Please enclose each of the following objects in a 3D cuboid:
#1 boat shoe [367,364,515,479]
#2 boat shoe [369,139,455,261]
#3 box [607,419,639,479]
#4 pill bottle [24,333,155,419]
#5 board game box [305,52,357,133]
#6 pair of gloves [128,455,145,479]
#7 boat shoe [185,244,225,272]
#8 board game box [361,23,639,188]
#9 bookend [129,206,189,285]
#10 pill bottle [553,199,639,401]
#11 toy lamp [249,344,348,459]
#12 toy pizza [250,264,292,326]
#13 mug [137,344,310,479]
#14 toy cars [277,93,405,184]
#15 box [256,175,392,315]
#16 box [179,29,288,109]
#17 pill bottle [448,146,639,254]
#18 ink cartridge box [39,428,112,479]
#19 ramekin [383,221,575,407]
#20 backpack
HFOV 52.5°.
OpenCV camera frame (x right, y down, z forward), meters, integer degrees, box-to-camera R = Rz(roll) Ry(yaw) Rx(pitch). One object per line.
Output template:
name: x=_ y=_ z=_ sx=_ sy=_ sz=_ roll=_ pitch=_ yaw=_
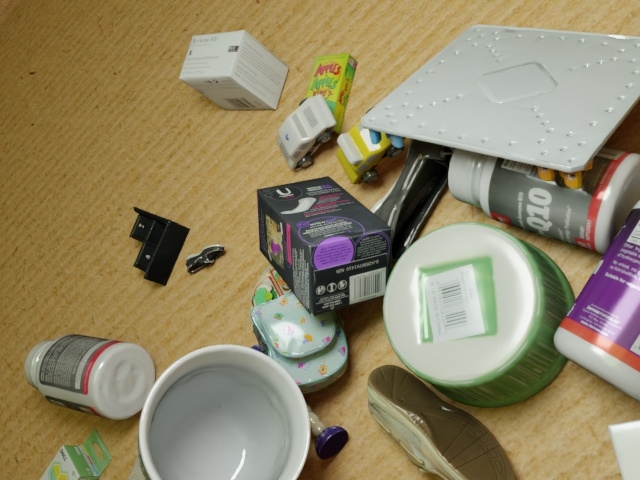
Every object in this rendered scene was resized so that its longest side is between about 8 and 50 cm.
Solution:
boat shoe: x=0.190 y=0.332 z=1.084 sx=0.302 sy=0.109 sz=0.098 roll=36 pitch=134 yaw=38
boat shoe: x=0.197 y=-0.108 z=1.226 sx=0.335 sy=0.112 sz=0.095 roll=-58 pitch=43 yaw=11
box: x=0.470 y=0.283 z=0.850 sx=0.130 sy=0.170 sz=0.091 roll=-21 pitch=60 yaw=27
pill bottle: x=-0.564 y=0.318 z=1.558 sx=0.318 sy=0.176 sz=0.176 roll=1 pitch=73 yaw=35
board game box: x=0.016 y=-0.333 z=1.482 sx=0.092 sy=0.043 sz=0.181 roll=5 pitch=76 yaw=37
pair of gloves: x=-0.327 y=0.474 z=1.419 sx=0.204 sy=0.042 sz=0.240 roll=21 pitch=86 yaw=38
boat shoe: x=-0.274 y=0.044 z=1.541 sx=0.125 sy=0.046 sz=0.038 roll=-22 pitch=61 yaw=30
board game box: x=0.333 y=-0.248 z=1.100 sx=0.390 sy=0.050 sz=0.390 roll=20 pitch=51 yaw=38
bookend: x=-0.433 y=0.012 z=1.648 sx=0.157 sy=0.072 sz=0.156 roll=20 pitch=85 yaw=39
pill bottle: x=0.486 y=0.062 z=0.916 sx=0.181 sy=0.181 sz=0.323 roll=33 pitch=92 yaw=38
toy lamp: x=-0.059 y=0.305 z=1.272 sx=0.274 sy=0.080 sz=0.080 roll=39 pitch=97 yaw=39
toy pizza: x=-0.076 y=0.127 z=1.380 sx=0.201 sy=0.032 sz=0.201 roll=-13 pitch=66 yaw=31
mug: x=-0.155 y=0.397 z=1.171 sx=0.374 sy=0.328 sz=0.276 roll=44 pitch=62 yaw=6
toy cars: x=0.015 y=-0.205 z=1.332 sx=0.393 sy=0.087 sz=0.176 roll=19 pitch=117 yaw=48
box: x=0.000 y=0.000 z=1.222 sx=0.270 sy=0.165 sz=0.143 roll=-133 pitch=37 yaw=-54
box: x=-0.208 y=-0.407 z=1.579 sx=0.181 sy=0.182 sz=0.119 roll=8 pitch=78 yaw=37
pill bottle: x=0.366 y=-0.092 z=1.071 sx=0.283 sy=0.161 sz=0.161 roll=22 pitch=86 yaw=39
ink cartridge box: x=-0.602 y=0.568 z=1.562 sx=0.109 sy=0.062 sz=0.209 roll=39 pitch=96 yaw=39
ramekin: x=0.252 y=0.116 z=1.080 sx=0.303 sy=0.148 sz=0.303 roll=-13 pitch=66 yaw=31
backpack: x=-0.033 y=0.188 z=1.231 sx=0.166 sy=0.144 sz=0.188 roll=-20 pitch=72 yaw=-12
